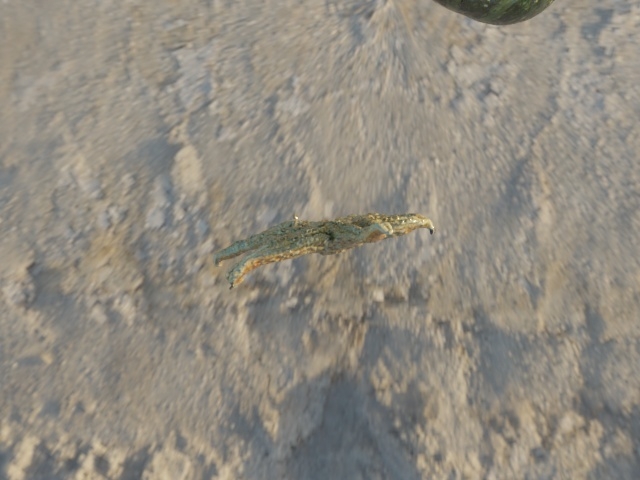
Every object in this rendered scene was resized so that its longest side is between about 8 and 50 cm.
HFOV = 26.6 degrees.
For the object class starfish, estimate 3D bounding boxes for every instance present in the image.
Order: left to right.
[{"bbox_3d":[-0.002,-0.005,1.362,0.231,0.295,0.048,-13,96,3],"label":"starfish"}]

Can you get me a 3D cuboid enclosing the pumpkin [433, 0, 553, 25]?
[{"bbox_3d":[0.172,-0.310,1.421,0.190,0.190,0.146,10,127,1],"label":"pumpkin"}]
